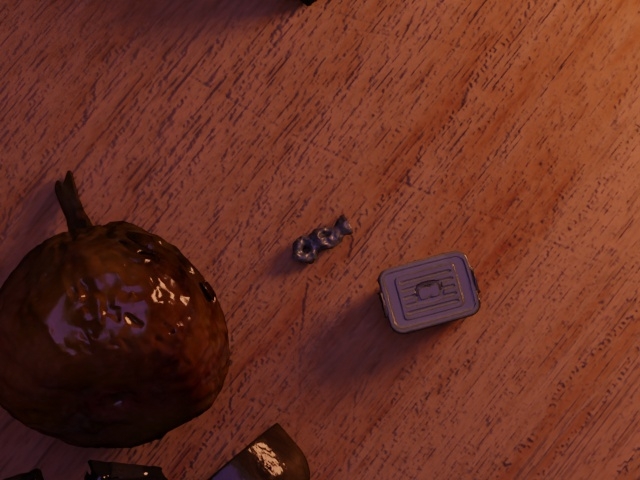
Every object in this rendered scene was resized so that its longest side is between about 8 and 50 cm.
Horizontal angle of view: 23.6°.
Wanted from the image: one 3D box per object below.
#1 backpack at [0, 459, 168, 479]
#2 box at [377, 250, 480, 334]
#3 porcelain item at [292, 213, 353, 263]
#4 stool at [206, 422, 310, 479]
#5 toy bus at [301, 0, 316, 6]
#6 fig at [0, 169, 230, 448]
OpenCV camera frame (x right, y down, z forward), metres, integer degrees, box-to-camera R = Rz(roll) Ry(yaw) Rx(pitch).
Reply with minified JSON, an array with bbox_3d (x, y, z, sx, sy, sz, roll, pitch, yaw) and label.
[{"bbox_3d":[-0.233,0.452,1.678,0.363,0.255,0.446,-5,111,1],"label":"backpack"},{"bbox_3d":[0.131,0.068,1.884,0.122,0.069,0.084,-14,79,-5],"label":"box"},{"bbox_3d":[0.000,0.000,1.912,0.083,0.028,0.036,-33,85,-6],"label":"porcelain item"},{"bbox_3d":[-0.031,0.367,1.769,0.179,0.179,0.264,-41,83,-8],"label":"stool"},{"bbox_3d":[-0.061,-0.438,1.936,0.275,0.138,0.167,39,83,7],"label":"toy bus"},{"bbox_3d":[-0.261,0.049,1.807,0.286,0.286,0.369,-12,57,-4],"label":"fig"}]
